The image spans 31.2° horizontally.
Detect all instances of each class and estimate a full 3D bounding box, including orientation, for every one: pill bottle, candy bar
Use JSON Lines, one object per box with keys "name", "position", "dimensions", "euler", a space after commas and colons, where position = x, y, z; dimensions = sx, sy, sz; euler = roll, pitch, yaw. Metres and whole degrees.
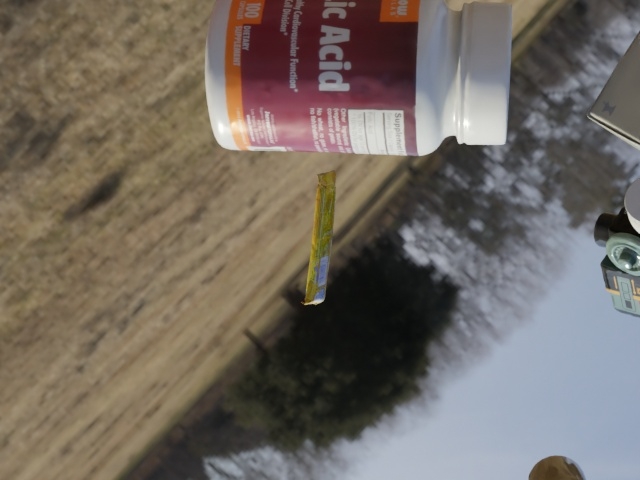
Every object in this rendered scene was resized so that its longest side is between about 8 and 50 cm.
{"name": "pill bottle", "position": [0.058, -0.228, 1.552], "dimensions": [0.224, 0.392, 0.224], "euler": [2, 90, -82]}
{"name": "pill bottle", "position": [0.225, -0.019, 0.740], "dimensions": [0.043, 0.043, 0.083], "euler": [-48, 148, 18]}
{"name": "candy bar", "position": [0.000, 0.000, 1.335], "dimensions": [0.040, 0.018, 0.162], "euler": [-15, 115, -60]}

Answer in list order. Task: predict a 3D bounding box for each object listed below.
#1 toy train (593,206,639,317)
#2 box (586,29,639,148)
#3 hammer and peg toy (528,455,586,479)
{"name": "toy train", "position": [0.546, 0.045, 1.611], "dimensions": [0.142, 0.334, 0.190], "euler": [-49, 135, -29]}
{"name": "box", "position": [0.489, -0.166, 1.513], "dimensions": [0.232, 0.127, 0.149], "euler": [20, 106, -45]}
{"name": "hammer and peg toy", "position": [0.216, 0.416, 1.125], "dimensions": [0.361, 0.266, 0.127], "euler": [-60, 176, 11]}
